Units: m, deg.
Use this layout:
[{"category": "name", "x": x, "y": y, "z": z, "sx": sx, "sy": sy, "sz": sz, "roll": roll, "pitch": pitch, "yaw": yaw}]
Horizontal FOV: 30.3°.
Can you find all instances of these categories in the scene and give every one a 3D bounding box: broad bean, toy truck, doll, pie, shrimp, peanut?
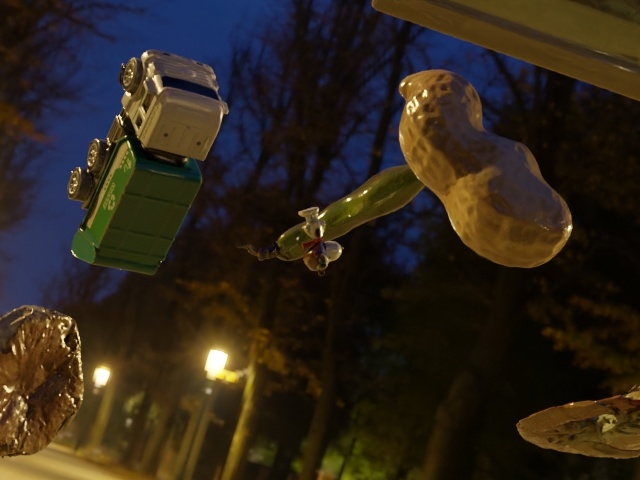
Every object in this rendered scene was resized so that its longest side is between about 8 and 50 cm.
[{"category": "broad bean", "x": 0.039, "y": -0.038, "z": 1.724, "sx": 0.325, "sy": 0.067, "sz": 0.075, "roll": -30, "pitch": -16, "yaw": 10}, {"category": "toy truck", "x": -0.192, "y": -0.075, "z": 1.294, "sx": 0.114, "sy": 0.253, "sz": 0.124, "roll": 12, "pitch": 33, "yaw": -32}, {"category": "doll", "x": -0.006, "y": 0.000, "z": 1.560, "sx": 0.085, "sy": 0.058, "sz": 0.040, "roll": 57, "pitch": -26, "yaw": -13}, {"category": "pie", "x": -0.366, "y": 0.177, "z": 1.440, "sx": 0.046, "sy": 0.195, "sz": 0.195, "roll": 15, "pitch": -11, "yaw": 36}, {"category": "shrimp", "x": 0.200, "y": 0.116, "z": 0.804, "sx": 0.099, "sy": 0.041, "sz": 0.180, "roll": 14, "pitch": -25, "yaw": -15}, {"category": "peanut", "x": 0.138, "y": -0.069, "z": 1.072, "sx": 0.228, "sy": 0.104, "sz": 0.086, "roll": 54, "pitch": -31, "yaw": 24}]

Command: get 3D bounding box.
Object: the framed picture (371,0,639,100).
[{"category": "framed picture", "x": 0.195, "y": -0.159, "z": 0.530, "sx": 0.314, "sy": 0.024, "sz": 0.232, "roll": 20, "pitch": -56, "yaw": 10}]
